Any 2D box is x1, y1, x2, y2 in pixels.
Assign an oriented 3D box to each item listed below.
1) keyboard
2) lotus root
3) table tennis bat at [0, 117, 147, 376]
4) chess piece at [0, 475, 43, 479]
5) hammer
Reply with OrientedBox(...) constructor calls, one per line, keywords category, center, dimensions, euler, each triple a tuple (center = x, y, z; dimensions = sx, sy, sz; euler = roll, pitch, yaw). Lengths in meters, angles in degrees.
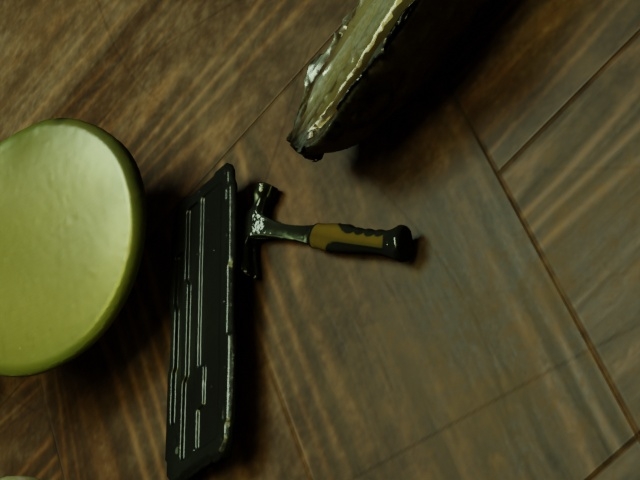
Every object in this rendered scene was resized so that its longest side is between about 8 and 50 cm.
OrientedBox(category="keyboard", center=(-0.094, 0.067, 1.467), dimensions=(0.106, 0.016, 0.262), euler=(-36, 45, 46))
OrientedBox(category="lotus root", center=(0.089, -0.186, 1.360), dimensions=(0.329, 0.078, 0.167), euler=(-55, 16, 16))
OrientedBox(category="table tennis bat", center=(-0.295, 0.031, 1.595), dimensions=(0.368, 0.054, 0.224), euler=(-25, 64, 27))
OrientedBox(category="chess piece", center=(-0.130, 0.266, 1.349), dimensions=(0.397, 0.117, 0.117), euler=(7, 77, 48))
OrientedBox(category="hammer", center=(0.000, 0.000, 1.401), dimensions=(0.201, 0.021, 0.078), euler=(9, 78, 52))
